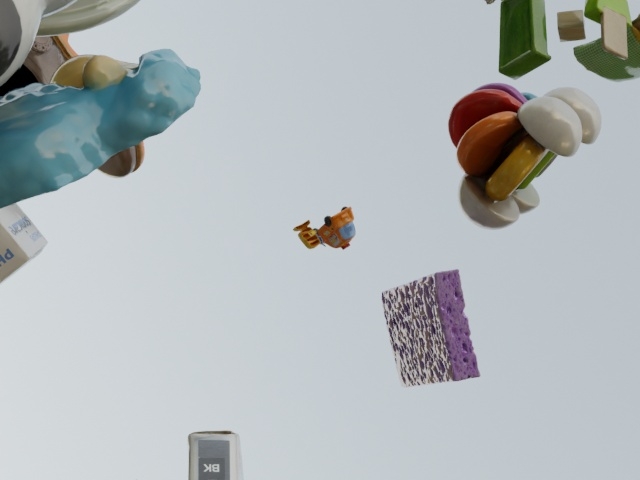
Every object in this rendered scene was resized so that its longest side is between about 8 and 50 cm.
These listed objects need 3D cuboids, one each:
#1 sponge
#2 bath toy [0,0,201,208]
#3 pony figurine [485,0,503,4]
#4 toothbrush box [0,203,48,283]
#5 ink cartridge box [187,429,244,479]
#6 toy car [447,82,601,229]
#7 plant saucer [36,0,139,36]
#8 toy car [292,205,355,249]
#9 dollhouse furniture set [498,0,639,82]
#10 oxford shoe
[{"bbox_3d":[0.118,0.101,1.538,0.210,0.031,0.117,150,-71,-75],"label":"sponge"},{"bbox_3d":[-0.185,-0.178,0.620,0.129,0.151,0.348,-15,-53,20],"label":"bath toy"},{"bbox_3d":[0.219,-0.375,1.197,0.351,0.303,0.363,39,1,-35],"label":"pony figurine"},{"bbox_3d":[-0.465,-0.037,1.442,0.295,0.216,0.126,53,4,-8],"label":"toothbrush box"},{"bbox_3d":[-0.071,0.282,1.002,0.208,0.045,0.206,-96,-175,-47],"label":"ink cartridge box"},{"bbox_3d":[0.204,-0.110,1.503,0.136,0.182,0.159,43,-62,10],"label":"toy car"},{"bbox_3d":[-0.337,-0.388,1.425,0.400,0.400,0.100,51,-42,14],"label":"plant saucer"},{"bbox_3d":[0.000,0.000,1.518,0.060,0.122,0.040,-40,-98,33],"label":"toy car"},{"bbox_3d":[0.198,-0.130,0.989,0.076,0.152,0.058,-26,-125,49],"label":"dollhouse furniture set"},{"bbox_3d":[-0.361,-0.185,1.857,0.130,0.132,0.363,-3,-38,30],"label":"oxford shoe"}]
